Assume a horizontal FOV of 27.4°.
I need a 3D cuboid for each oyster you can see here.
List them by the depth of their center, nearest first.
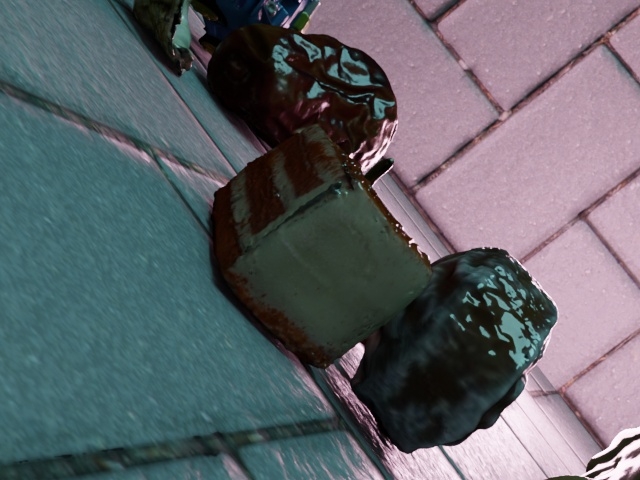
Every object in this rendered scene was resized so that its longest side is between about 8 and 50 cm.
[{"bbox_3d":[-0.207,-0.290,1.765,0.191,0.081,0.163,74,5,-72],"label":"oyster"}]

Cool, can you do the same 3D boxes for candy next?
[{"bbox_3d":[0.132,0.104,1.331,0.157,0.214,0.289,50,12,-1],"label":"candy"}]

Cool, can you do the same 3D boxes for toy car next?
[{"bbox_3d":[-0.088,-0.375,2.064,0.166,0.198,0.314,34,-12,10],"label":"toy car"}]

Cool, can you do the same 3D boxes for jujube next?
[{"bbox_3d":[-0.025,-0.217,1.979,0.342,0.216,0.216,17,33,-49],"label":"jujube"}]

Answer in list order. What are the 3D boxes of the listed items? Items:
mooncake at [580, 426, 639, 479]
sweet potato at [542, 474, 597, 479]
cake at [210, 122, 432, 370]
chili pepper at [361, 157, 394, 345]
[{"bbox_3d":[0.512,0.358,1.820,0.194,0.356,0.356,58,7,-9],"label":"mooncake"},{"bbox_3d":[0.297,0.354,1.478,0.131,0.131,0.337,51,7,0],"label":"sweet potato"},{"bbox_3d":[0.000,0.000,1.281,0.159,0.158,0.262,52,7,-19],"label":"cake"},{"bbox_3d":[0.055,0.033,1.460,0.368,0.137,0.091,65,13,-52],"label":"chili pepper"}]
